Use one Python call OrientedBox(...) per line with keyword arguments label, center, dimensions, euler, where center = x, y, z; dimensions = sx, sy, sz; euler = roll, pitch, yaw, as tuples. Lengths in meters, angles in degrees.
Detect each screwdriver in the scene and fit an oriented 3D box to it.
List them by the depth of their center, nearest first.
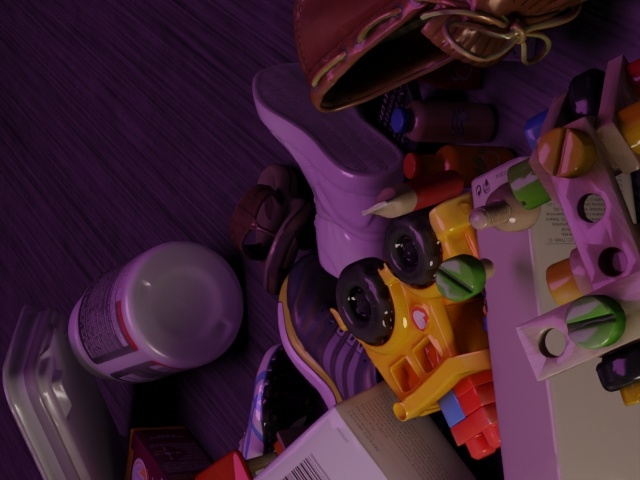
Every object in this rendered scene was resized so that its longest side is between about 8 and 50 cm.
OrientedBox(label="screwdriver", center=(0.000, 0.000, 1.953), dimensions=(0.025, 0.024, 0.170), euler=(64, 158, -12))

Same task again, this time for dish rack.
OrientedBox(label="dish rack", center=(-0.332, 0.264, 2.400), dimensions=(0.285, 0.072, 0.333), euler=(-91, -19, -68))

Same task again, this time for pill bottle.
OrientedBox(label="pill bottle", center=(-0.224, 0.101, 2.263), dimensions=(0.283, 0.161, 0.161), euler=(159, 109, -63))

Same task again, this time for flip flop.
OrientedBox(label="flip flop", center=(-0.064, -0.024, 1.949), dimensions=(0.277, 0.080, 0.112), euler=(-106, 36, -68))

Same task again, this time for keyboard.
OrientedBox(label="keyboard", center=(0.074, -0.122, 1.745), dimensions=(0.180, 0.023, 0.108), euler=(105, 155, -63))

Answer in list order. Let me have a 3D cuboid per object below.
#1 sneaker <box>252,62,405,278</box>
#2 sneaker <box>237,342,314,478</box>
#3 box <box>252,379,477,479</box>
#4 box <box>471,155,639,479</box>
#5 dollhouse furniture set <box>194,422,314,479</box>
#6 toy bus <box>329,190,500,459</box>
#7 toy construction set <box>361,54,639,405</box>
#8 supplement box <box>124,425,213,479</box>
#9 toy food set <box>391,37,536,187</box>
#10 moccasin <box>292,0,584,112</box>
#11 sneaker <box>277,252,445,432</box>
OrientedBox(label="sneaker", center=(0.005, -0.063, 1.815), dimensions=(0.292, 0.108, 0.169), euler=(-124, 26, -54))
OrientedBox(label="sneaker", center=(-0.063, 0.230, 2.008), dimensions=(0.086, 0.085, 0.237), euler=(19, 109, 43))
OrientedBox(label="box", center=(0.043, 0.258, 1.633), dimensions=(0.182, 0.119, 0.181), euler=(53, 124, 13))
OrientedBox(label="box", center=(0.204, 0.072, 1.429), dimensions=(0.094, 0.113, 0.275), euler=(154, 114, -63))
OrientedBox(label="dollhouse furniture set", center=(-0.062, 0.355, 1.874), dimensions=(0.262, 0.135, 0.259), euler=(-40, 68, 36))
OrientedBox(label="toy bus", center=(0.136, 0.078, 1.552), dimensions=(0.220, 0.149, 0.211), euler=(-49, 60, 50))
OrientedBox(label="toy construction set", center=(0.172, -0.004, 1.225), dimensions=(0.309, 0.237, 0.257), euler=(3, 100, 30))
OrientedBox(label="supplement box", center=(-0.190, 0.331, 2.285), dimensions=(0.188, 0.081, 0.104), euler=(-140, 55, -58))
OrientedBox(label="toy food set", center=(0.123, -0.169, 1.601), dimensions=(0.111, 0.104, 0.232), euler=(-153, 66, -62))
OrientedBox(label="moccasin", center=(0.128, -0.200, 1.468), dimensions=(0.380, 0.139, 0.147), euler=(-16, 70, 35))
OrientedBox(label="sneaker", center=(0.052, 0.122, 1.774), dimensions=(0.121, 0.111, 0.300), euler=(-58, 47, 38))
